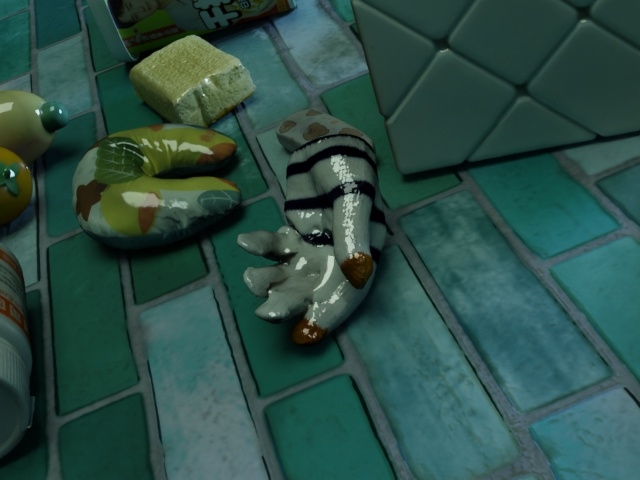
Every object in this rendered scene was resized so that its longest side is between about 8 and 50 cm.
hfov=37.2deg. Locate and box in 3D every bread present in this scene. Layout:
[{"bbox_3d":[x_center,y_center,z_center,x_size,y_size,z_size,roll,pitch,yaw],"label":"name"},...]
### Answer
[{"bbox_3d":[-0.189,-0.230,1.381,0.125,0.068,0.188,-33,37,-16],"label":"bread"}]

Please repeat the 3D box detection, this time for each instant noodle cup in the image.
[{"bbox_3d":[-0.208,-0.458,1.526,0.308,0.294,0.294,-10,37,3],"label":"instant noodle cup"}]

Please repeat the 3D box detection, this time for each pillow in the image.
[{"bbox_3d":[-0.205,-0.075,1.190,0.214,0.086,0.233,-8,34,0],"label":"pillow"}]

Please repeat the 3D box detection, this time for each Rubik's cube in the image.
[{"bbox_3d":[0.203,-0.308,1.079,0.322,0.318,0.316,-11,38,12],"label":"Rubik's cube"}]

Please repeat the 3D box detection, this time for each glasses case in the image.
[{"bbox_3d":[0.004,-0.123,1.172,0.063,0.041,0.164,-35,38,-18],"label":"glasses case"}]

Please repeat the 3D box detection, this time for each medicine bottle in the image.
[{"bbox_3d":[-0.371,0.108,0.978,0.144,0.144,0.252,-23,38,-3],"label":"medicine bottle"}]

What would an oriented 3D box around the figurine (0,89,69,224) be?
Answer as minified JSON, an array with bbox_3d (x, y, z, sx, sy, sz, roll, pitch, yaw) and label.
[{"bbox_3d":[-0.479,-0.084,1.300,0.222,0.124,0.324,8,48,28],"label":"figurine"}]

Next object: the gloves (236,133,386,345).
[{"bbox_3d":[0.002,0.005,0.964,0.140,0.131,0.218,-3,70,20],"label":"gloves"}]
